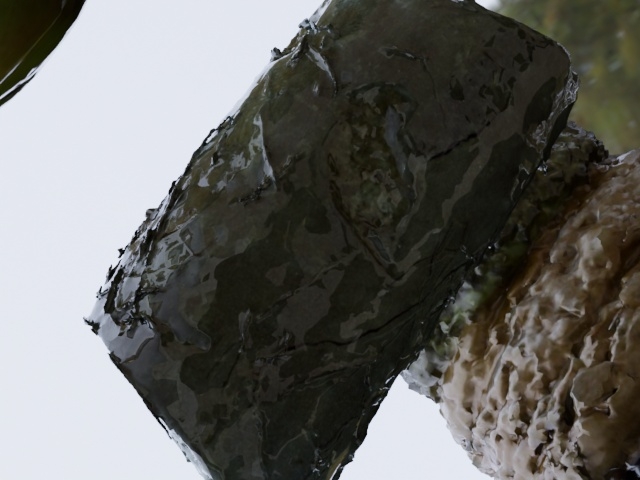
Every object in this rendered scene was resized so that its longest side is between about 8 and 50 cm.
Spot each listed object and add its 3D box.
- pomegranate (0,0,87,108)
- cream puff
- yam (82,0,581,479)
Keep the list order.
[{"bbox_3d":[-0.110,-0.083,0.413,0.115,0.114,0.142,-16,-98,-21],"label":"pomegranate"},{"bbox_3d":[0.094,0.014,0.792,0.169,0.183,0.183,38,-111,10],"label":"cream puff"},{"bbox_3d":[0.000,0.000,0.623,0.107,0.107,0.183,37,-97,-8],"label":"yam"}]
